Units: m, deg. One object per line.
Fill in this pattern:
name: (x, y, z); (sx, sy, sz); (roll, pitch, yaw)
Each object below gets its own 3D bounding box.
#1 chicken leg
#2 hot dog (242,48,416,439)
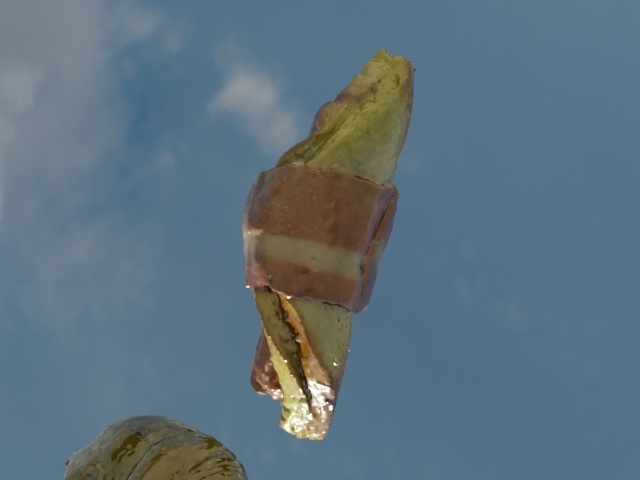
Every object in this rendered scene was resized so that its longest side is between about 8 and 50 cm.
chicken leg: (-0.067, 0.149, 0.671); (0.103, 0.088, 0.228); (-33, -152, -25)
hot dog: (-0.005, -0.002, 0.894); (0.093, 0.123, 0.261); (15, -95, 13)
